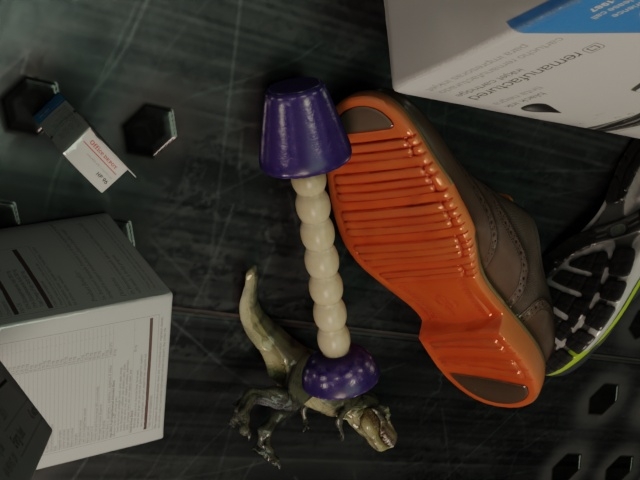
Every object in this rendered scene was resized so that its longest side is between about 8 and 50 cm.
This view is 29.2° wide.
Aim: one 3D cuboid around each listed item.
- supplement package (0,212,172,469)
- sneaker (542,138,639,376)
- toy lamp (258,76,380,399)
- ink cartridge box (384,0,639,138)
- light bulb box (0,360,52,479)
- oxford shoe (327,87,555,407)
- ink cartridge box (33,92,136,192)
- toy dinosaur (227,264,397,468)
[{"bbox_3d":[-0.248,0.082,0.894,0.244,0.134,0.139,-9,123,-29],"label":"supplement package"},{"bbox_3d":[0.320,0.023,1.260,0.300,0.111,0.121,-52,136,8],"label":"sneaker"},{"bbox_3d":[0.000,0.000,1.027,0.080,0.080,0.274,-21,116,-22],"label":"toy lamp"},{"bbox_3d":[0.287,-0.202,0.953,0.395,0.285,0.166,5,74,-36],"label":"ink cartridge box"},{"bbox_3d":[-0.327,0.036,0.575,0.225,0.358,0.361,-37,94,-9],"label":"light bulb box"},{"bbox_3d":[0.117,-0.010,1.118,0.132,0.130,0.363,-59,134,-35],"label":"oxford shoe"},{"bbox_3d":[-0.171,-0.068,0.886,0.028,0.083,0.048,-44,132,-3],"label":"ink cartridge box"},{"bbox_3d":[-0.030,0.140,1.130,0.118,0.064,0.268,-53,131,-13],"label":"toy dinosaur"}]
